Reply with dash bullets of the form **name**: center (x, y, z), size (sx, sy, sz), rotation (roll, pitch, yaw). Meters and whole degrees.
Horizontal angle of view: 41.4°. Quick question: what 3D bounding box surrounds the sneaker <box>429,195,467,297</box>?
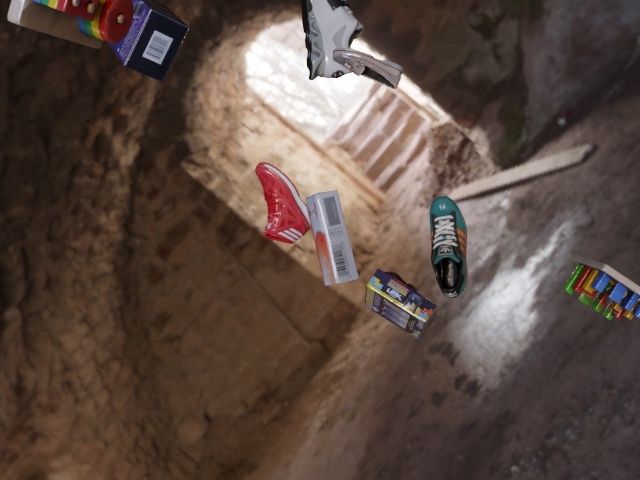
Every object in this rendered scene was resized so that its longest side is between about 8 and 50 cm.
- **sneaker**: center (0.370, 0.015, 2.440), size (0.108, 0.302, 0.121), rotation (-10, -7, 15)

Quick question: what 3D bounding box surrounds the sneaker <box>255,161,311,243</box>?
- **sneaker**: center (-0.115, -0.084, 2.155), size (0.128, 0.221, 0.087), rotation (-47, 15, -24)

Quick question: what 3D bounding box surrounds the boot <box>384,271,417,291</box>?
- **boot**: center (0.154, 0.110, 1.944), size (0.114, 0.106, 0.037), rotation (-19, -54, -54)

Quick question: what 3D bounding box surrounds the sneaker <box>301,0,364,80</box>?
- **sneaker**: center (0.030, -0.550, 2.100), size (0.122, 0.146, 0.331), rotation (114, 151, -74)

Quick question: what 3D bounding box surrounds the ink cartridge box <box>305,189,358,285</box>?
- **ink cartridge box**: center (0.000, 0.000, 1.375), size (0.045, 0.146, 0.179), rotation (-13, -1, -19)

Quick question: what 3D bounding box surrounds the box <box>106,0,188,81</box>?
- **box**: center (-0.427, -0.504, 2.076), size (0.153, 0.108, 0.207), rotation (-61, 36, 13)

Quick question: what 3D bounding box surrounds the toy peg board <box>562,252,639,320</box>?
- **toy peg board**: center (0.585, 0.110, 1.716), size (0.079, 0.161, 0.160), rotation (-58, 10, 3)

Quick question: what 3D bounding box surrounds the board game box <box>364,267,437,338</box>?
- **board game box**: center (0.162, 0.132, 1.750), size (0.048, 0.141, 0.170), rotation (-54, -11, -14)

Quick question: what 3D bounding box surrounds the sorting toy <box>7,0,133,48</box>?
- **sorting toy**: center (-0.377, -0.456, 1.414), size (0.255, 0.089, 0.257), rotation (-15, -56, -75)

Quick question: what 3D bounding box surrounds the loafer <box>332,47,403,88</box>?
- **loafer**: center (0.079, -0.292, 1.439), size (0.045, 0.125, 0.039), rotation (137, 147, -74)
